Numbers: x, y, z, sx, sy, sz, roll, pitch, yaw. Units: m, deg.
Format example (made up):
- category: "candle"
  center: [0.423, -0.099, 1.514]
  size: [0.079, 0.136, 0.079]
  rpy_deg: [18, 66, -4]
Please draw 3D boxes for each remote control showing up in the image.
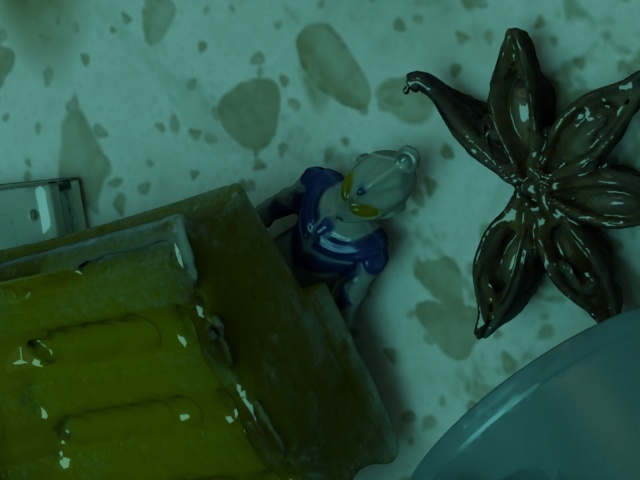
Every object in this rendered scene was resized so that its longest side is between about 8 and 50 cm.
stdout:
- category: "remote control"
  center: [-0.309, 0.010, 1.413]
  size: [0.277, 0.055, 0.103]
  rpy_deg: [-4, 99, 31]

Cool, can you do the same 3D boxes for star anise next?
- category: "star anise"
  center: [0.156, -0.038, 1.104]
  size: [0.171, 0.063, 0.208]
  rpy_deg: [-17, 89, 30]

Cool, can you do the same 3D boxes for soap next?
- category: "soap"
  center: [-0.122, 0.102, 1.222]
  size: [0.281, 0.143, 0.259]
  rpy_deg: [-11, 115, 41]

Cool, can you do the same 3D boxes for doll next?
- category: "doll"
  center: [0.000, 0.000, 1.204]
  size: [0.114, 0.057, 0.227]
  rpy_deg: [53, 131, 17]

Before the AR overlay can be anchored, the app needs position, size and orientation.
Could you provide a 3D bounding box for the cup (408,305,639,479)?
- category: "cup"
  center: [0.208, 0.213, 0.882]
  size: [0.257, 0.331, 0.311]
  rpy_deg: [-38, 57, 10]
